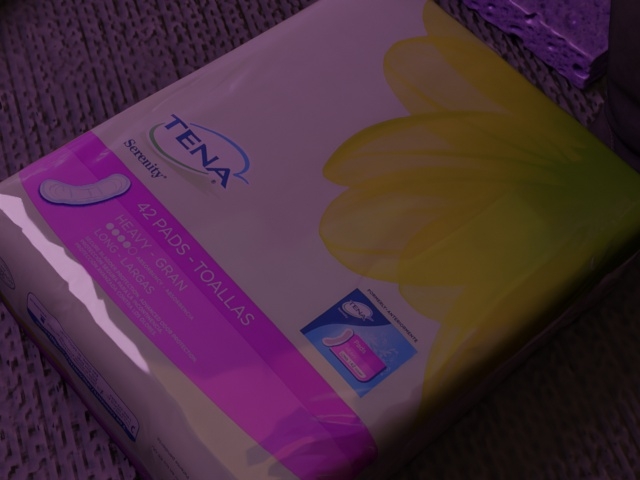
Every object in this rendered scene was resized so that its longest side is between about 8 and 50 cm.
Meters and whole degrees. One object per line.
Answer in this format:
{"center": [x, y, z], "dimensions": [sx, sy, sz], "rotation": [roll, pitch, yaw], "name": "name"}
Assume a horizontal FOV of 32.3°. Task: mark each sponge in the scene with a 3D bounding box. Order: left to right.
{"center": [0.140, -0.201, 0.774], "dimensions": [0.210, 0.031, 0.117], "rotation": [41, 62, 21], "name": "sponge"}

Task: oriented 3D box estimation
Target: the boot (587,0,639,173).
{"center": [0.219, -0.059, 0.580], "dimensions": [0.189, 0.208, 0.076], "rotation": [31, 60, 14], "name": "boot"}

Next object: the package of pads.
{"center": [0.000, 0.000, 0.585], "dimensions": [0.296, 0.101, 0.229], "rotation": [-34, 67, -25], "name": "package of pads"}
